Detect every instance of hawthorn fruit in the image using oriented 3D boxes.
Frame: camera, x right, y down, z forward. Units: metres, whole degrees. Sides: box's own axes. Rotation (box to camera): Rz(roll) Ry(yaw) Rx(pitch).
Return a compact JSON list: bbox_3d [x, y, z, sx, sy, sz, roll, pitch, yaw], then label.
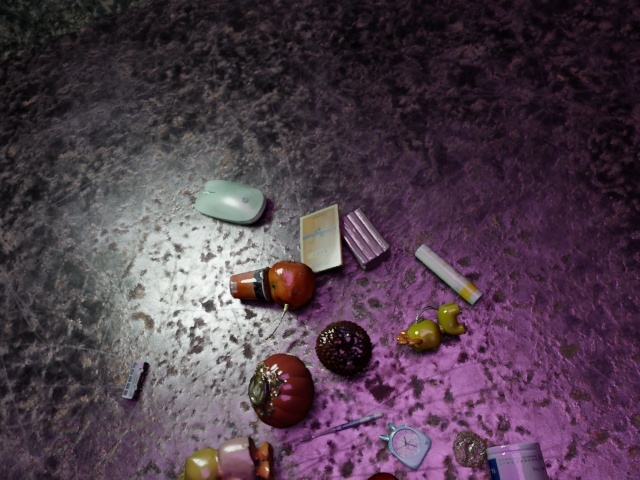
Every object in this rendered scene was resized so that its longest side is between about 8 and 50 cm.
[{"bbox_3d":[-0.111,0.204,1.817,0.165,0.165,0.285,6,67,11],"label":"hawthorn fruit"}]

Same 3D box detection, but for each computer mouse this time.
[{"bbox_3d":[-0.345,-0.153,2.048,0.289,0.097,0.159,18,71,15],"label":"computer mouse"}]

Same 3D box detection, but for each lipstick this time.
[{"bbox_3d":[0.435,0.113,1.832,0.059,0.059,0.264,-42,67,-12],"label":"lipstick"}]

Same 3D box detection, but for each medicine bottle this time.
[{"bbox_3d":[0.560,0.699,1.487,0.152,0.152,0.253,-8,64,4],"label":"medicine bottle"}]

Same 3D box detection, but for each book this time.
[{"bbox_3d":[-0.001,0.000,1.930,0.170,0.018,0.241,-19,60,29],"label":"book"}]

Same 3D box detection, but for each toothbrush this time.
[{"bbox_3d":[0.065,0.583,1.682,0.276,0.025,0.019,-18,63,0],"label":"toothbrush"}]

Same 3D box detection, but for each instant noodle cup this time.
[{"bbox_3d":[-0.240,0.157,1.881,0.136,0.127,0.127,-6,64,14],"label":"instant noodle cup"}]

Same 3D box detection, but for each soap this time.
[{"bbox_3d":[0.149,-0.006,1.923,0.122,0.065,0.203,-32,65,-5],"label":"soap"}]

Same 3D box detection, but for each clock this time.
[{"bbox_3d":[0.254,0.612,1.631,0.147,0.045,0.108,29,72,20],"label":"clock"}]

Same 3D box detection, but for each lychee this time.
[{"bbox_3d":[0.073,0.343,1.712,0.188,0.188,0.187,-3,65,7],"label":"lychee"}]

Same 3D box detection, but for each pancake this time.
[{"bbox_3d":[0.445,0.625,1.612,0.108,0.017,0.107,-4,65,10],"label":"pancake"}]

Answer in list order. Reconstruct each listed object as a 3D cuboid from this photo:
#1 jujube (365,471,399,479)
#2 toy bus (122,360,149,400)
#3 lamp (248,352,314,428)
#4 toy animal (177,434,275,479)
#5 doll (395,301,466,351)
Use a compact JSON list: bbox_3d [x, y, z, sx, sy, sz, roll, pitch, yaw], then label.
[{"bbox_3d":[0.145,0.761,1.525,0.230,0.155,0.155,-30,64,4],"label":"jujube"},{"bbox_3d":[-0.626,0.473,1.828,0.052,0.037,0.130,6,67,16],"label":"toy bus"},{"bbox_3d":[-0.115,0.465,1.671,0.227,0.227,0.226,-3,65,7],"label":"lamp"},{"bbox_3d":[-0.288,0.685,1.611,0.281,0.169,0.195,-22,21,3],"label":"toy animal"},{"bbox_3d":[0.349,0.286,1.726,0.221,0.143,0.135,-19,98,-2],"label":"doll"}]
